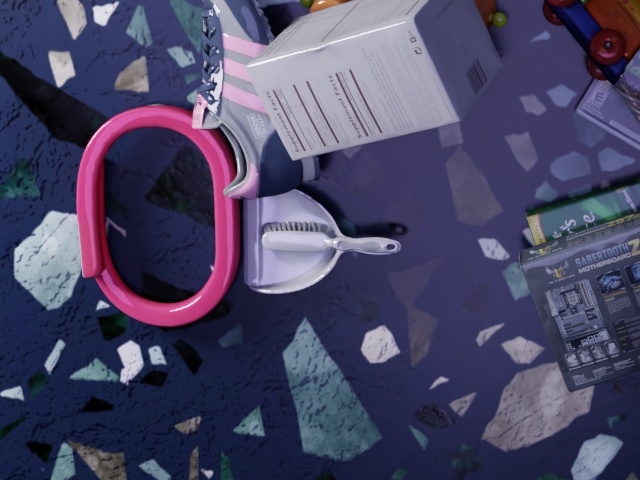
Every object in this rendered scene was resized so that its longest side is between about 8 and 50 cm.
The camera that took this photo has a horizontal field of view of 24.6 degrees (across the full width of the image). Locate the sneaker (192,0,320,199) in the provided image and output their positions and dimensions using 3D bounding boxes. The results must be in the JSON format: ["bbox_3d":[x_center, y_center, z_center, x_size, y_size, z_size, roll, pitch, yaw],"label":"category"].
[{"bbox_3d":[-0.111,-0.201,1.810,0.131,0.112,0.319,-23,96,-9],"label":"sneaker"}]

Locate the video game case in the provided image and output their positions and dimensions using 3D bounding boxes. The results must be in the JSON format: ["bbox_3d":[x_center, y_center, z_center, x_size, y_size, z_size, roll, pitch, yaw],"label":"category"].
[{"bbox_3d":[0.438,-0.183,1.798,0.190,0.022,0.173,31,103,1],"label":"video game case"}]

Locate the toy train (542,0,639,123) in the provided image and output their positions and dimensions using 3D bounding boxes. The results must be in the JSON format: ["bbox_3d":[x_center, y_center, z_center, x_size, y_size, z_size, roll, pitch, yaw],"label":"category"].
[{"bbox_3d":[0.380,-0.246,1.736,0.143,0.105,0.248,-37,80,3],"label":"toy train"}]

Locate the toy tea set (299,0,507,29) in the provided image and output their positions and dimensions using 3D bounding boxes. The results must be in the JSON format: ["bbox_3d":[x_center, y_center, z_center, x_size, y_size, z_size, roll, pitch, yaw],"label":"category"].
[{"bbox_3d":[0.066,-0.322,1.796,0.336,0.124,0.200,47,133,-6],"label":"toy tea set"}]

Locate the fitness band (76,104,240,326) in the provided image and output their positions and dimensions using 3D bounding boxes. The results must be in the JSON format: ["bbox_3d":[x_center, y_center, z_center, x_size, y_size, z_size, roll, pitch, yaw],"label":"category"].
[{"bbox_3d":[-0.208,-0.031,1.906,0.209,0.054,0.291,0,102,5],"label":"fitness band"}]

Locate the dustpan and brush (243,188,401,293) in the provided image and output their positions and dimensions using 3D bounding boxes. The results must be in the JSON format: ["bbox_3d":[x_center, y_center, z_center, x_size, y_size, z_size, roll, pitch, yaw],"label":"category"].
[{"bbox_3d":[0.000,0.000,1.875,0.211,0.060,0.147,2,101,8],"label":"dustpan and brush"}]

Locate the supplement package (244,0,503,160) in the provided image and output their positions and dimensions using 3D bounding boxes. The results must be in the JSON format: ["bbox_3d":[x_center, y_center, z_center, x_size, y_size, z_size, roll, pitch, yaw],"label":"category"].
[{"bbox_3d":[0.061,-0.201,1.704,0.244,0.139,0.134,-10,117,38],"label":"supplement package"}]

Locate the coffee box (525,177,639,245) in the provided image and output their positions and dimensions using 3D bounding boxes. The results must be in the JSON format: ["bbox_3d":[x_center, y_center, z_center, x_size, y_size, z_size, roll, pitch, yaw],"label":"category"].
[{"bbox_3d":[0.359,-0.008,1.834,0.184,0.040,0.113,-16,100,11],"label":"coffee box"}]

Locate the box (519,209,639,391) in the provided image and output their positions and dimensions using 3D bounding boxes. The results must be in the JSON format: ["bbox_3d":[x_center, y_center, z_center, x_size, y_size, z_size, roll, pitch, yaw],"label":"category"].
[{"bbox_3d":[0.382,0.065,1.799,0.232,0.059,0.183,-20,107,12],"label":"box"}]
